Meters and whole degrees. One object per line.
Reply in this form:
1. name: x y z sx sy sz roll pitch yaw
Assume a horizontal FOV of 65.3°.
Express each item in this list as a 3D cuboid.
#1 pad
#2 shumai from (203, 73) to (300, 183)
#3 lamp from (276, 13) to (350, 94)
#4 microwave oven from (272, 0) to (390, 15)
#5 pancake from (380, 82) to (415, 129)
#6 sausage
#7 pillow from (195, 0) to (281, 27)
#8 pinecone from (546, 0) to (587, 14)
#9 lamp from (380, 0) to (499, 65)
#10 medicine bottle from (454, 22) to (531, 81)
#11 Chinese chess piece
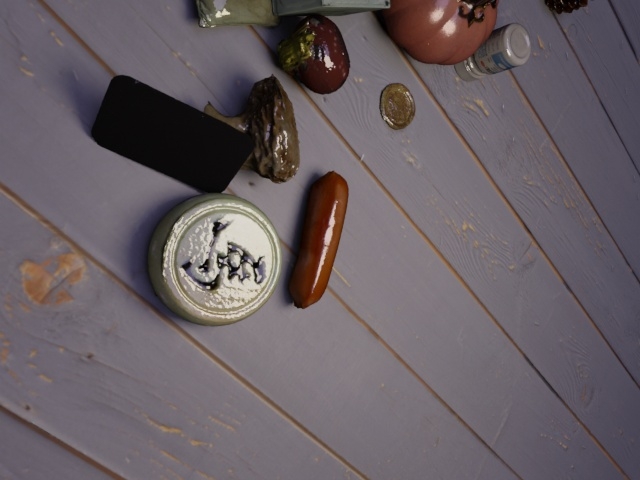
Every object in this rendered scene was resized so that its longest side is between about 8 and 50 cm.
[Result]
1. pad: -0.211 -0.235 0.832 0.250 0.055 0.323 24 115 -24
2. shumai: -0.132 -0.208 0.960 0.176 0.166 0.205 -6 63 4
3. lamp: -0.013 -0.375 1.021 0.156 0.135 0.157 -86 154 -50
4. microwave oven: 0.022 -0.520 0.993 0.208 0.162 0.122 -24 116 -42
5. pancake: 0.187 -0.325 1.208 0.115 0.011 0.114 1 89 -30
6. sausage: 0.000 0.000 1.057 0.083 0.089 0.300 18 82 -36
7. pillow: -0.179 -0.562 0.948 0.185 0.075 0.302 -17 102 -32
8. pinecone: 0.748 -0.755 1.448 0.163 0.165 0.162 -2 93 -36
9. lamp: 0.284 -0.557 1.129 0.305 0.240 0.305 0 90 -32
10. medicine bottle: 0.432 -0.472 1.261 0.105 0.168 0.105 -1 92 -31
11. Chinese chess piece: -0.193 0.036 0.936 0.250 0.101 0.250 0 91 -30
